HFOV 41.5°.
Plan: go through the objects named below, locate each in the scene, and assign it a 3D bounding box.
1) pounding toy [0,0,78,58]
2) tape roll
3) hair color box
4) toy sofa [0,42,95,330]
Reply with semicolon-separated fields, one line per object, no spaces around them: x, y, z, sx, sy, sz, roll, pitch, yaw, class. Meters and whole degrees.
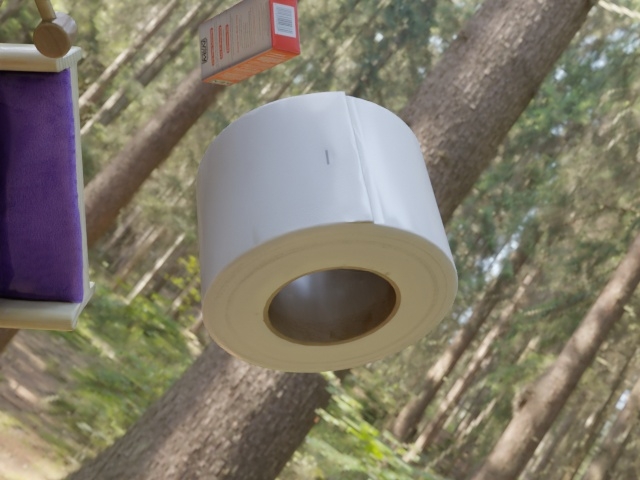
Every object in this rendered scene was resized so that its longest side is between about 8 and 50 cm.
-0.308;-0.234;0.753;0.206;0.181;0.094;30;24;-15;pounding toy
0.000;0.000;0.846;0.246;0.246;0.169;57;18;-49;tape roll
-0.083;-0.230;0.963;0.043;0.072;0.141;1;-6;-41;hair color box
-0.383;-0.061;1.060;0.150;0.363;0.177;3;20;0;toy sofa
